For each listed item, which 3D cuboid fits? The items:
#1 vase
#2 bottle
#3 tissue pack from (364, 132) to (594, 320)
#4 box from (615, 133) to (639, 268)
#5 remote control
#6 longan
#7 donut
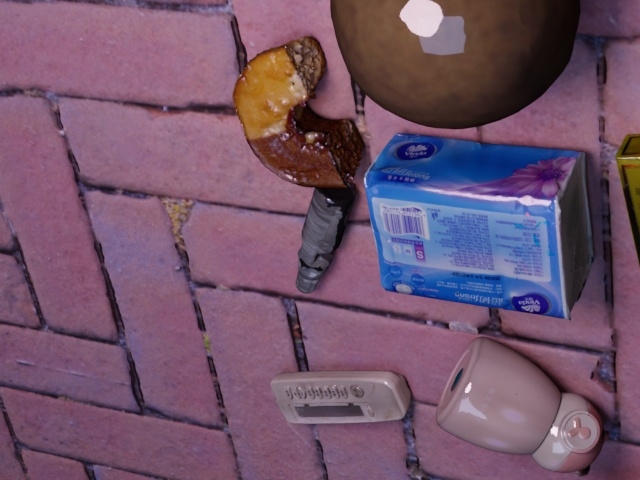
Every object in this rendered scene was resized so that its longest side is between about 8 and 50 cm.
[{"bbox_3d":[0.000,0.000,2.060,0.060,0.060,0.211,26,135,10],"label":"vase"},{"bbox_3d":[0.297,0.249,2.034,0.236,0.147,0.147,27,134,-1],"label":"bottle"},{"bbox_3d":[0.208,-0.025,1.858,0.263,0.146,0.198,7,129,24],"label":"tissue pack"},{"bbox_3d":[0.459,-0.027,1.772,0.141,0.064,0.220,0,126,29],"label":"box"},{"bbox_3d":[0.032,0.242,2.239,0.230,0.049,0.090,-6,122,32],"label":"remote control"},{"bbox_3d":[0.146,-0.268,1.624,0.297,0.297,0.297,16,131,19],"label":"longan"},{"bbox_3d":[-0.032,-0.175,1.922,0.141,0.085,0.217,-3,122,32],"label":"donut"}]
